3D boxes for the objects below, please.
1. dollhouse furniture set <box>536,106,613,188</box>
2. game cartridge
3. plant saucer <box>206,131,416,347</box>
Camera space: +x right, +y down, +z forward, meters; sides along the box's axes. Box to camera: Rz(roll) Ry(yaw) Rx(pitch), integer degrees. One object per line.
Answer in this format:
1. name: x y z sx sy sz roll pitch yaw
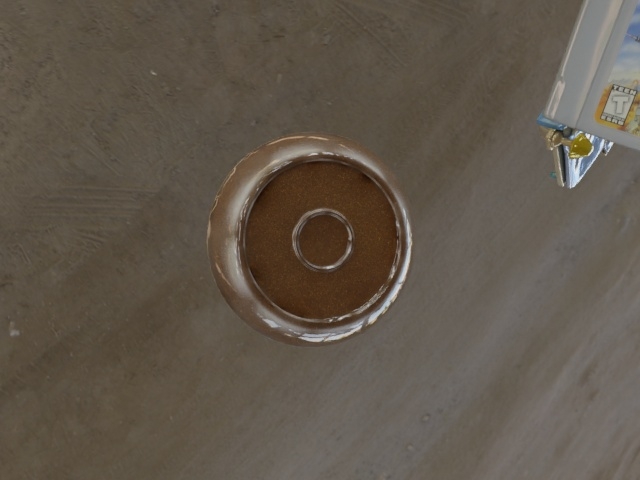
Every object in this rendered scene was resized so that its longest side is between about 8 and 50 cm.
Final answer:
1. dollhouse furniture set: 0.544 -0.184 1.054 0.303 0.198 0.286 -52 142 -12
2. game cartridge: 0.424 -0.197 0.710 0.062 0.297 0.198 -14 124 -37
3. plant saucer: 0.000 0.000 0.847 0.311 0.050 0.310 0 92 -16
